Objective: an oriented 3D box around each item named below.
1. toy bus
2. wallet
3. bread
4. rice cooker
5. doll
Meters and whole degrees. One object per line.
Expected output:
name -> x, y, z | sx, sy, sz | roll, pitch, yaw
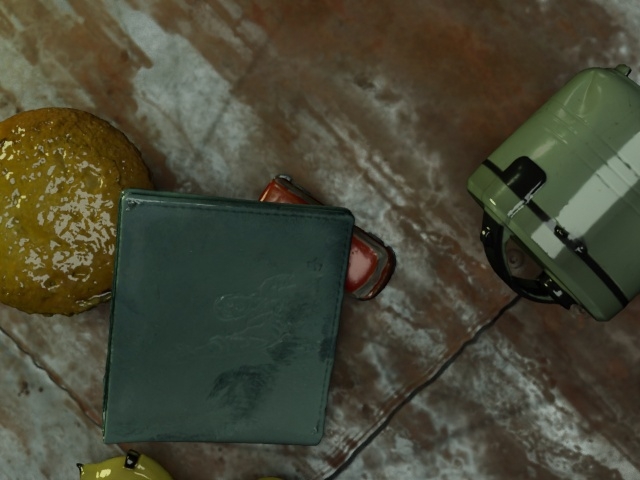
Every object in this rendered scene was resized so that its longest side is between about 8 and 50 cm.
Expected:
toy bus -> 0.000, 0.000, 1.459 | 0.174, 0.077, 0.079 | 34, 93, 6
wallet -> -0.102, 0.090, 1.406 | 0.251, 0.054, 0.290 | 5, 109, -13
bread -> -0.288, -0.032, 1.462 | 0.240, 0.139, 0.239 | 0, 89, 6
rice cooker -> 0.278, -0.042, 1.364 | 0.226, 0.226, 0.244 | 43, 93, 6
doll -> -0.132, 0.298, 1.468 | 0.291, 0.086, 0.117 | 8, 123, 6
